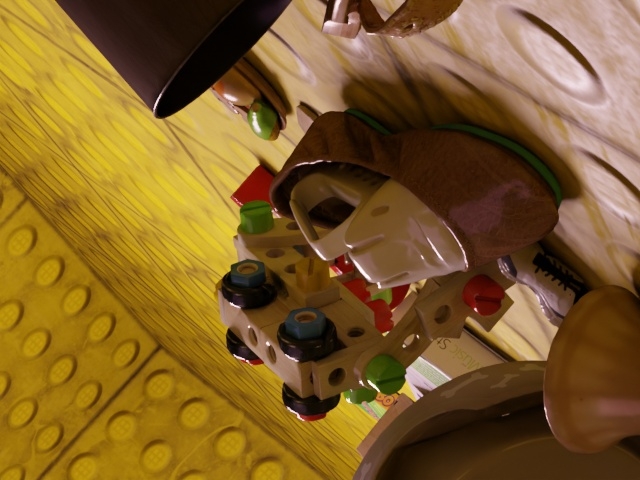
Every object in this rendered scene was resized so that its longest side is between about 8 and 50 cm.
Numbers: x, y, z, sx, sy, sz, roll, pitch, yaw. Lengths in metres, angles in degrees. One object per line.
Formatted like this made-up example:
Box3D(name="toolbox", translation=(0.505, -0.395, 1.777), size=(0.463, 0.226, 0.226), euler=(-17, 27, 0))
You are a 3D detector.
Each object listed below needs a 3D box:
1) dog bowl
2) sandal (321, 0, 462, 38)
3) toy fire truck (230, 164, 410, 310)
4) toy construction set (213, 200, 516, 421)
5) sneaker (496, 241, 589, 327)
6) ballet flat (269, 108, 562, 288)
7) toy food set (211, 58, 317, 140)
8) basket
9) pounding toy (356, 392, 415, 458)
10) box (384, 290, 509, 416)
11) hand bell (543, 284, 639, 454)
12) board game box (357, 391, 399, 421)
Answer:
Box3D(name="dog bowl", translation=(0.173, 0.259, 1.700), size=(0.349, 0.349, 0.102), euler=(48, -178, -28))
Box3D(name="sandal", translation=(0.049, -0.160, 1.184), size=(0.079, 0.088, 0.240), euler=(11, 178, -2))
Box3D(name="toy fire truck", translation=(0.000, 0.000, 2.052), size=(0.192, 0.047, 0.135), euler=(43, 171, -8))
Box3D(name="toy construction set", translation=(0.033, 0.043, 1.688), size=(0.327, 0.215, 0.151), euler=(20, 125, 61))
Box3D(name="sneaker", translation=(0.177, 0.026, 1.535), size=(0.109, 0.040, 0.043), euler=(43, 154, -26))
Box3D(name="ballet flat", translation=(0.052, -0.027, 1.506), size=(0.116, 0.124, 0.342), euler=(56, 165, -25))
Box3D(name="toy food set", translation=(-0.083, -0.139, 1.805), size=(0.192, 0.038, 0.132), euler=(40, 170, 12))
Box3D(name="basket", translation=(-0.138, -0.219, 1.379), size=(0.227, 0.154, 0.204), euler=(45, 174, 1))
Box3D(name="pounding toy", translation=(0.138, 0.249, 2.158), size=(0.181, 0.094, 0.206), euler=(39, -179, -12))
Box3D(name="box", translation=(0.190, 0.192, 2.119), size=(0.232, 0.058, 0.322), euler=(38, 170, 23))
Box3D(name="hand bell", translation=(0.284, 0.112, 1.366), size=(0.242, 0.126, 0.126), euler=(12, 151, 45))
Box3D(name="board game box", translation=(0.118, 0.250, 2.693), size=(0.259, 0.039, 0.124), euler=(34, 167, 27))
